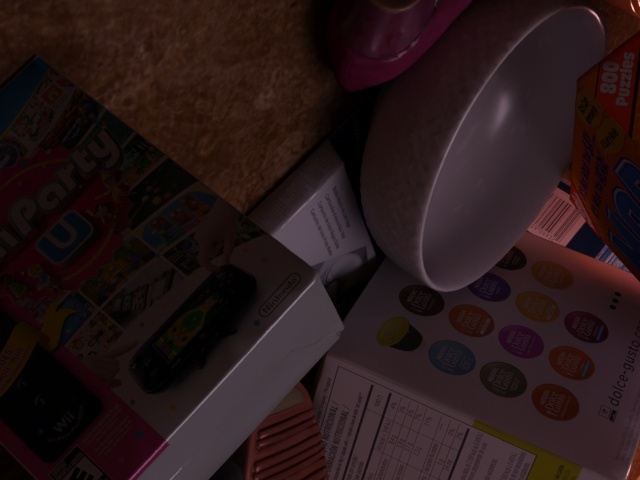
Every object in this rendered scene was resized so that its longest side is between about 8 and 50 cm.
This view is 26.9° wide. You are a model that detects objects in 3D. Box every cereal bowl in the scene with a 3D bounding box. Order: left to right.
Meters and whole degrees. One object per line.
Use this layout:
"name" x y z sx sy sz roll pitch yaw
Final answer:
"cereal bowl" 0.152 -0.121 1.404 0.339 0.141 0.339 -41 149 -32

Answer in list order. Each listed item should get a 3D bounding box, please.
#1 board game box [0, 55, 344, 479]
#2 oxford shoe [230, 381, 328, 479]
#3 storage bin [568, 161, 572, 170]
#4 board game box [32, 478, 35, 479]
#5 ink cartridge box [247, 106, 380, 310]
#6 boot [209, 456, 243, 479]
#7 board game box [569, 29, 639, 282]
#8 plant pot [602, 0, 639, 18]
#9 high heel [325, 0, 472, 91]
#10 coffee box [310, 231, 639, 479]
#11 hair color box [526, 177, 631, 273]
"board game box" -0.170 0.040 0.947 0.224 0.303 0.097 -47 151 -12
"oxford shoe" -0.091 0.322 1.415 0.140 0.146 0.397 -9 110 -49
"storage bin" 0.396 -0.129 1.841 0.091 0.098 0.135 28 100 -34
"board game box" -0.177 0.289 1.462 0.347 0.078 0.233 -9 129 -53
"ink cartridge box" 0.000 0.000 1.430 0.224 0.045 0.223 -46 151 -13
"boot" -0.271 0.404 1.203 0.445 0.146 0.367 -26 129 -46
"board game box" 0.502 -0.073 1.341 0.356 0.356 0.356 -38 162 -3
"plant pot" 0.486 -0.367 1.572 0.291 0.203 0.291 -37 148 -28
"high heel" 0.137 -0.299 1.269 0.377 0.127 0.181 -43 173 -21
"coffee box" 0.179 0.213 1.551 0.338 0.334 0.338 -53 162 -49
"hair color box" 0.338 0.038 1.843 0.105 0.174 0.347 -49 152 -10
